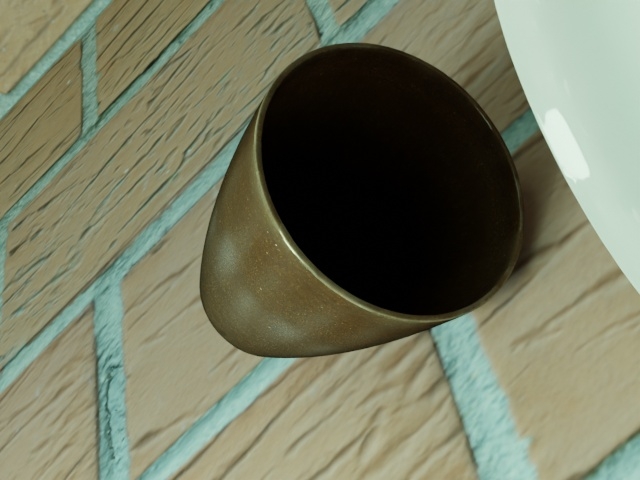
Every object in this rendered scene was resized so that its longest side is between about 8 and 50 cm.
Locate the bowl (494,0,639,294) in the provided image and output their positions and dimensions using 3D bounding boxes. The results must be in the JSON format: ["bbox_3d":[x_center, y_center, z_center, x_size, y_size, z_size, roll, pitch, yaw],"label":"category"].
[{"bbox_3d":[0.218,-0.091,0.898,0.134,0.298,0.298,-27,25,-5],"label":"bowl"}]

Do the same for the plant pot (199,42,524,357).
[{"bbox_3d":[0.000,0.000,1.205,0.230,0.215,0.215,-40,24,53],"label":"plant pot"}]
